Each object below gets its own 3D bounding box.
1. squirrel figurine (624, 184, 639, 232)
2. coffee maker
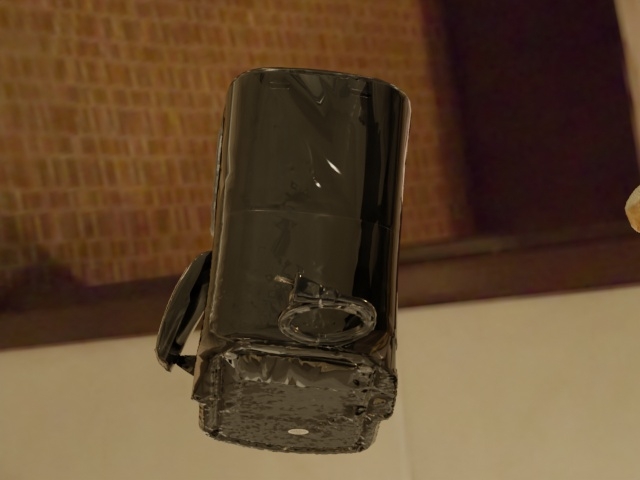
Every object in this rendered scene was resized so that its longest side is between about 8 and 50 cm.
[{"bbox_3d":[0.237,-0.114,0.592,0.397,0.281,0.370,-42,151,-53],"label":"squirrel figurine"},{"bbox_3d":[0.000,0.000,0.767,0.120,0.171,0.178,18,56,-22],"label":"coffee maker"}]
